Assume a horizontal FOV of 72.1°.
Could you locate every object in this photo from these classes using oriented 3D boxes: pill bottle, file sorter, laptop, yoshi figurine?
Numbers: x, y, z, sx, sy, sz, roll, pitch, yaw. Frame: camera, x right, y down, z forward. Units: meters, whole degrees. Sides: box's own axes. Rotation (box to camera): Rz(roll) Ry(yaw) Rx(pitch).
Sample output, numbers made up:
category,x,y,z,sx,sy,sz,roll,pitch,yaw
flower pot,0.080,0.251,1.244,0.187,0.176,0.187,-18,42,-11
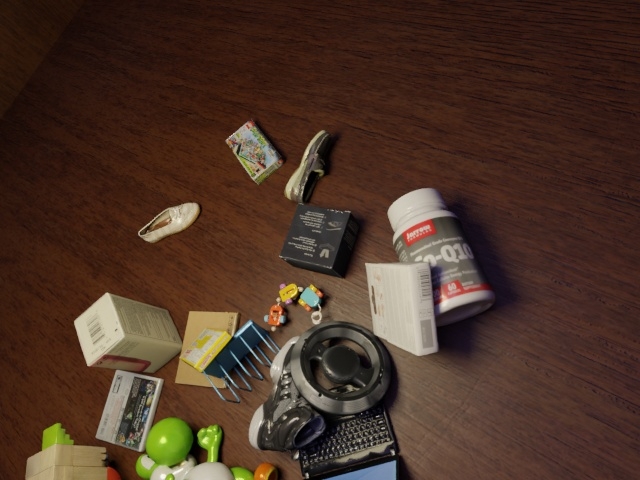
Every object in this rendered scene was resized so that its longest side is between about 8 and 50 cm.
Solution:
category,x,y,z,sx,sy,sz,roll,pitch,yaw
pill bottle,0.259,0.034,0.988,0.161,0.161,0.283,-24,62,13
file sorter,-0.186,0.304,1.089,0.170,0.118,0.104,-43,64,-7
laptop,0.033,0.446,0.937,0.235,0.136,0.264,-22,63,14
yoshi figurine,-0.290,0.527,1.027,0.363,0.203,0.202,5,56,28

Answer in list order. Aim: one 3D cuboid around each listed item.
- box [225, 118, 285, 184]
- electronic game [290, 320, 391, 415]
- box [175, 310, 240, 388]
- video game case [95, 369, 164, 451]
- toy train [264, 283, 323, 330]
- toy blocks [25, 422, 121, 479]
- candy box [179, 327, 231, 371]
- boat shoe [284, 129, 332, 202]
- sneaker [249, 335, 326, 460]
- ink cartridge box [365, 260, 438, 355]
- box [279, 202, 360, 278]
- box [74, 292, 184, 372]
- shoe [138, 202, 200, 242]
category,x,y,z,sx,sy,sz,roll,pitch,yaw
box,-0.208,-0.283,1.391,0.114,0.036,0.207,-40,60,4
electronic game,0.046,0.281,0.994,0.230,0.048,0.229,4,46,-4
box,-0.311,0.296,1.213,0.165,0.021,0.201,-2,69,22
video game case,-0.537,0.475,1.241,0.173,0.022,0.190,2,70,25
toy train,-0.061,0.175,1.142,0.167,0.046,0.125,-6,69,25
toy blocks,-0.558,0.659,1.053,0.191,0.261,0.381,-30,54,13
candy box,-0.291,0.269,1.100,0.105,0.027,0.206,-52,16,-23
boat shoe,-0.019,-0.206,1.258,0.074,0.080,0.223,30,89,24
sneaker,-0.047,0.356,1.002,0.153,0.101,0.268,3,60,36
ink cartridge box,0.171,0.136,0.959,0.056,0.225,0.180,-6,90,-14
box,0.000,0.000,1.154,0.156,0.093,0.158,12,74,27
box,-0.512,0.257,1.194,0.127,0.232,0.148,-40,60,5
shoe,-0.484,-0.058,1.408,0.219,0.058,0.076,-30,61,10
